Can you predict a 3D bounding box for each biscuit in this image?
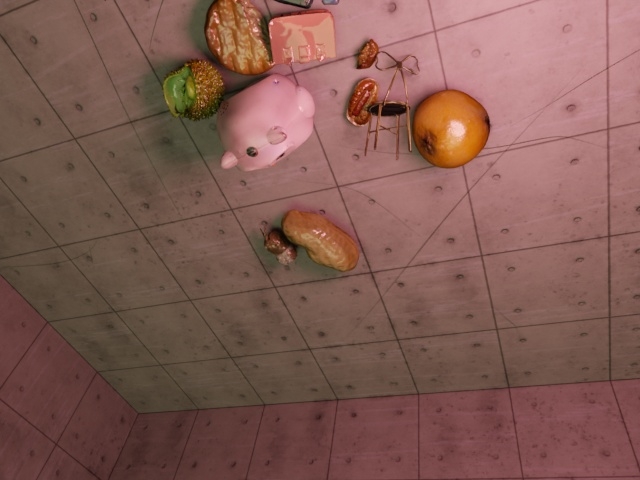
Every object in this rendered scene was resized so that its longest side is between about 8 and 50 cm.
[{"bbox_3d":[-0.275,-0.685,1.696,0.213,0.091,0.274,-12,129,17],"label":"biscuit"}]

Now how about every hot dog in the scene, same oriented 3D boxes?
[{"bbox_3d":[0.153,-0.492,1.806,0.099,0.053,0.192,12,134,-11],"label":"hot dog"}]

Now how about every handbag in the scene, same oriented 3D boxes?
[{"bbox_3d":[-0.058,-0.659,1.659,0.212,0.059,0.157,-7,123,-1],"label":"handbag"}]

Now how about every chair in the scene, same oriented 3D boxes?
[{"bbox_3d":[0.239,-0.453,1.741,0.160,0.325,0.170,2,177,-12],"label":"chair"}]

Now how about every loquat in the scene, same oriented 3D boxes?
[{"bbox_3d":[0.435,-0.376,1.723,0.263,0.263,0.263,5,131,6],"label":"loquat"}]

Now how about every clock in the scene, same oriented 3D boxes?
[{"bbox_3d":[-0.205,-0.403,1.739,0.368,0.376,0.250,-21,119,22],"label":"clock"}]

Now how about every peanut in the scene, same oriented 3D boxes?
[{"bbox_3d":[0.000,0.000,2.190,0.387,0.169,0.192,36,132,-15],"label":"peanut"}]

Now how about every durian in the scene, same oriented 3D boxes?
[{"bbox_3d":[-0.439,-0.527,1.797,0.237,0.176,0.200,-23,79,42],"label":"durian"}]

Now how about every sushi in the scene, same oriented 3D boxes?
[{"bbox_3d":[0.153,-0.618,1.692,0.060,0.061,0.118,3,130,-25],"label":"sushi"}]

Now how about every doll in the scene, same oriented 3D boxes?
[{"bbox_3d":[-0.196,0.019,2.275,0.221,0.115,0.105,39,137,-23],"label":"doll"}]

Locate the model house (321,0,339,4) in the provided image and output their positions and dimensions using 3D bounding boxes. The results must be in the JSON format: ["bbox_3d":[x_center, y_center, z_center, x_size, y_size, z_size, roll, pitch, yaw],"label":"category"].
[{"bbox_3d":[-0.070,-0.831,1.296,0.395,0.445,0.400,1,131,8],"label":"model house"}]

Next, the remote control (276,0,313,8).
[{"bbox_3d":[-0.129,-0.791,1.602,0.222,0.042,0.072,17,116,-7],"label":"remote control"}]
